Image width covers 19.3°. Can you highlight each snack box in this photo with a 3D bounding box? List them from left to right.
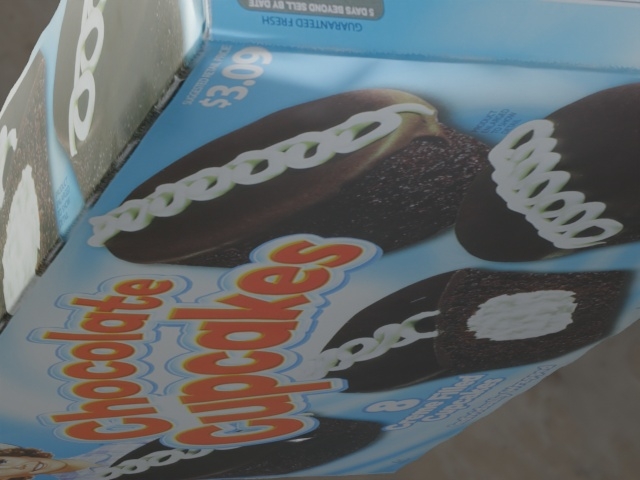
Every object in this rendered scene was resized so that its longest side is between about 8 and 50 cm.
[{"bbox_3d":[0.000,0.000,0.513,0.322,0.187,0.060,136,131,-59],"label":"snack box"}]
